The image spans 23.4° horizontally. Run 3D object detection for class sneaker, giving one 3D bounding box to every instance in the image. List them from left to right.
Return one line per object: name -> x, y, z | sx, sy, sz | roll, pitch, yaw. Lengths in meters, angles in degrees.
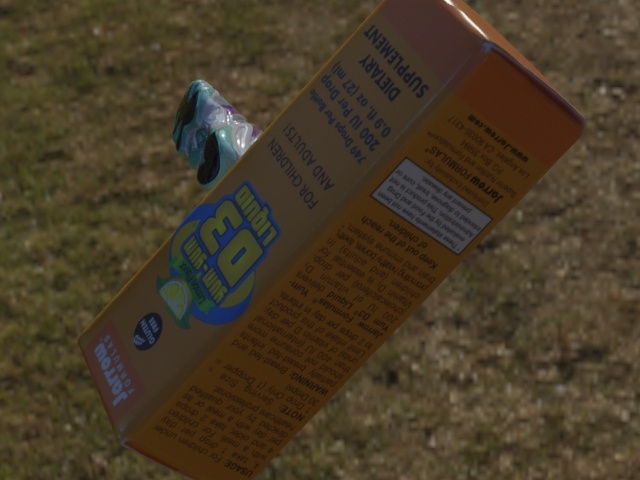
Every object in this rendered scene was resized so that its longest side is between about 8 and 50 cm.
sneaker -> -0.037, -0.047, 0.815 | 0.069, 0.038, 0.098 | 16, 28, -26

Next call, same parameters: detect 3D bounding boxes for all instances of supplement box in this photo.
supplement box -> 0.000, 0.000, 0.675 | 0.233, 0.080, 0.078 | -49, 41, 13
